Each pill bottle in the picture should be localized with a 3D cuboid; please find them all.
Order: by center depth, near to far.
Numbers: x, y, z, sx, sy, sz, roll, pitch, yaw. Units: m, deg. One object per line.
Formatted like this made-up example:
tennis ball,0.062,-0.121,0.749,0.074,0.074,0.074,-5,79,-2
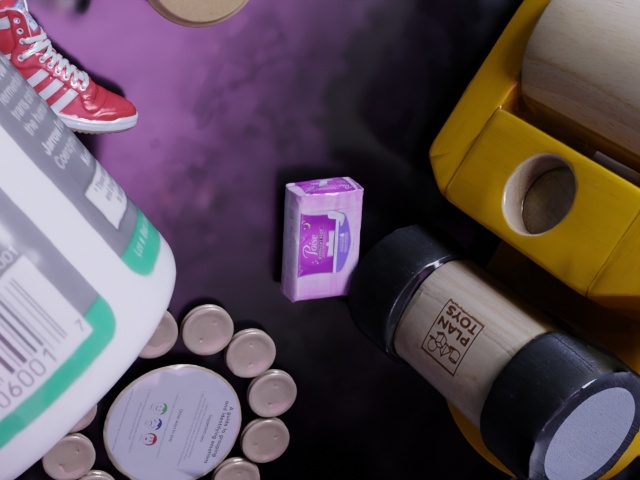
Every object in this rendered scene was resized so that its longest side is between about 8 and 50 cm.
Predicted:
pill bottle,-0.254,-0.054,0.536,0.204,0.204,0.361,-39,112,-1

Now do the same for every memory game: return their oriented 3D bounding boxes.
memory game,-0.105,0.128,0.789,0.186,0.012,0.186,-8,114,-17

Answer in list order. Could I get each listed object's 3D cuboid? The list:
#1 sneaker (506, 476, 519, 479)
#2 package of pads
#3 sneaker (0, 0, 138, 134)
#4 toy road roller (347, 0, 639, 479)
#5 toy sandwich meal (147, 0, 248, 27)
sneaker,0.217,0.236,0.934,0.188,0.067,0.078,31,78,-27
package of pads,0.000,0.000,0.761,0.050,0.032,0.083,-7,115,-22
sneaker,-0.158,-0.105,0.652,0.118,0.042,0.067,11,111,-22
toy road roller,0.200,0.010,0.753,0.240,0.202,0.329,20,104,-43
toy sandwich meal,-0.075,-0.168,0.664,0.085,0.029,0.085,-10,119,-20
